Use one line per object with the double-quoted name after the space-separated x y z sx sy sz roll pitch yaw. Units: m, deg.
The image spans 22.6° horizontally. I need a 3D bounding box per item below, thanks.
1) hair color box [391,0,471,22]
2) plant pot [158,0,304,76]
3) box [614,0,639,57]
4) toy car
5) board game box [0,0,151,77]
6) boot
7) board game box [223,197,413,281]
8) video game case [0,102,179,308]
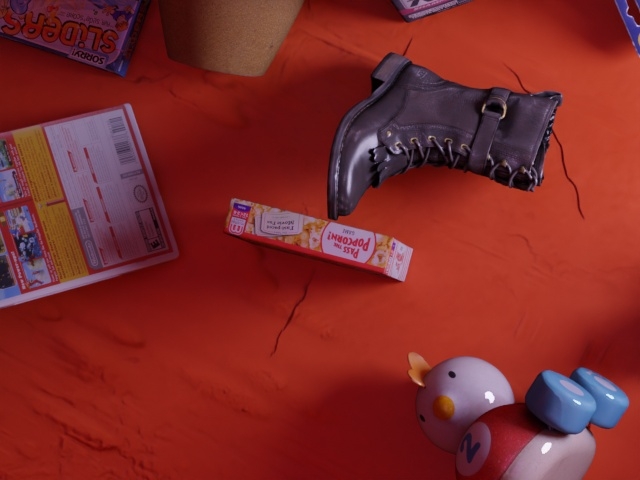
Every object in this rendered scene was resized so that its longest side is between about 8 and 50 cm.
0.130 -0.348 1.755 0.174 0.347 0.105 -20 81 10 "hair color box"
-0.103 -0.330 1.883 0.237 0.237 0.254 15 102 13 "plant pot"
0.436 -0.312 1.804 0.225 0.136 0.036 -27 35 7 "box"
0.174 0.203 1.782 0.238 0.210 0.219 36 104 25 "toy car"
-0.317 -0.298 2.006 0.201 0.035 0.136 18 89 13 "board game box"
0.144 -0.103 1.826 0.229 0.091 0.263 20 60 14 "boot"
0.000 0.000 1.853 0.193 0.147 0.045 14 88 13 "board game box"
-0.330 -0.038 1.909 0.285 0.025 0.204 -16 83 -24 "video game case"
